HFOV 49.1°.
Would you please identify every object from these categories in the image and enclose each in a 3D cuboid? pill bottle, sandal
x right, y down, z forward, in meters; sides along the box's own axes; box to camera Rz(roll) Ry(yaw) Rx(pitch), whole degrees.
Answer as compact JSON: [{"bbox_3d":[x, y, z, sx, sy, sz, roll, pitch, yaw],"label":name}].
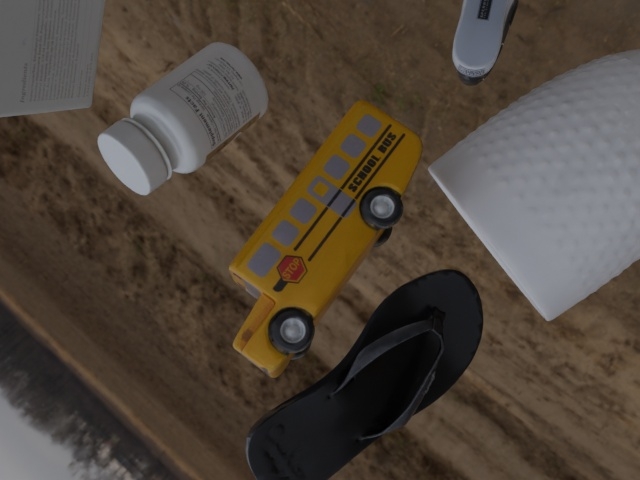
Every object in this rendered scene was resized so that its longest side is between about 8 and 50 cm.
[{"bbox_3d":[-0.194,-0.171,0.998,0.131,0.229,0.131,33,150,22],"label":"pill bottle"},{"bbox_3d":[0.051,0.125,0.600,0.097,0.254,0.054,49,166,-5],"label":"sandal"}]

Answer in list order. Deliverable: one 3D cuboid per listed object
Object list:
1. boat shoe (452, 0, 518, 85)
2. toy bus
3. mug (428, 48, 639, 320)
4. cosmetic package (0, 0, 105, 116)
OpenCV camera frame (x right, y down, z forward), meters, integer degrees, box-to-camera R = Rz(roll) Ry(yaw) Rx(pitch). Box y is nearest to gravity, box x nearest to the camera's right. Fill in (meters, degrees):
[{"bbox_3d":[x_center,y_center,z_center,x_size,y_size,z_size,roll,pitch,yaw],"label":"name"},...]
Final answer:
[{"bbox_3d":[0.228,-0.311,0.935,0.080,0.228,0.076,13,168,10],"label":"boat shoe"},{"bbox_3d":[0.000,0.000,0.853,0.130,0.333,0.108,35,167,6],"label":"toy bus"},{"bbox_3d":[0.364,-0.102,1.011,0.276,0.328,0.374,51,-171,-6],"label":"mug"},{"bbox_3d":[-0.341,-0.221,0.716,0.151,0.183,0.151,19,110,14],"label":"cosmetic package"}]
